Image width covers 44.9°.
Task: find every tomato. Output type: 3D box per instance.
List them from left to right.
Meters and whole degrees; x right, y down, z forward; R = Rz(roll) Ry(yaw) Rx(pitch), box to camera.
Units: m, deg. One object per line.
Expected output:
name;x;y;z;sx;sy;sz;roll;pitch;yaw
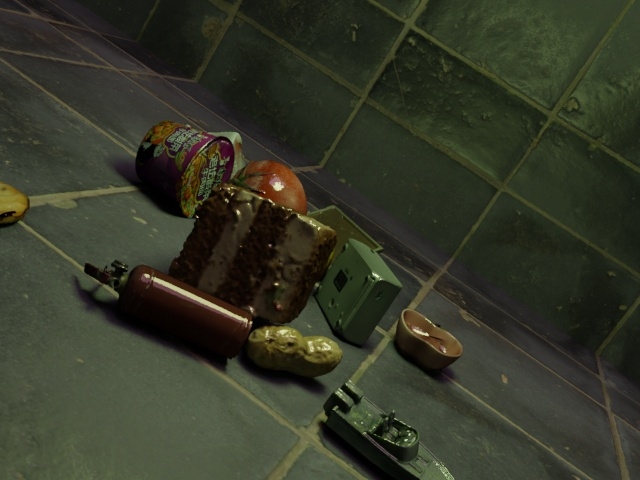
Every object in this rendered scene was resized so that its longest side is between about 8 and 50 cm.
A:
tomato;-0.160;-0.089;2.187;0.265;0.265;0.265;30;15;-9

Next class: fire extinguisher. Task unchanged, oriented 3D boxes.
fire extinguisher;-0.310;0.122;1.538;0.337;0.106;0.147;28;-9;-17

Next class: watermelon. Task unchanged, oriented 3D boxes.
watermelon;-0.353;-0.274;2.468;0.320;0.214;0.289;45;17;1

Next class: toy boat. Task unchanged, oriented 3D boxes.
toy boat;0.150;0.409;1.546;0.319;0.092;0.141;37;18;14

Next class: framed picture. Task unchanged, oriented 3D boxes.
framed picture;0.000;0.000;2.409;0.335;0.022;0.247;-18;50;-41

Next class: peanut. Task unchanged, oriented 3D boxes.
peanut;-0.056;0.237;1.652;0.229;0.098;0.103;18;-5;-37

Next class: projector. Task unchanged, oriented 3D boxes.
projector;0.093;0.134;2.095;0.108;0.198;0.250;25;16;-27

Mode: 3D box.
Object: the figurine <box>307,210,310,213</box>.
figurine;-0.014;-0.035;2.583;0.102;0.111;0.195;33;13;-10

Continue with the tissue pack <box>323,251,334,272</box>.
tissue pack;-0.030;0.045;2.150;0.123;0.127;0.178;31;-21;1

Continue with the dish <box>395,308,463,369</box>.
dish;0.294;0.296;2.202;0.213;0.090;0.213;28;18;-10

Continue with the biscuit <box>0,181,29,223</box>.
biscuit;-0.690;-0.088;1.547;0.203;0.041;0.260;35;14;21

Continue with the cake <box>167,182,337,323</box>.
cake;-0.139;0.031;1.743;0.290;0.256;0.282;27;3;8

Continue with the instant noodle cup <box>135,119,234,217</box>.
instant noodle cup;-0.391;-0.215;2.194;0.190;0.251;0.251;27;13;19
